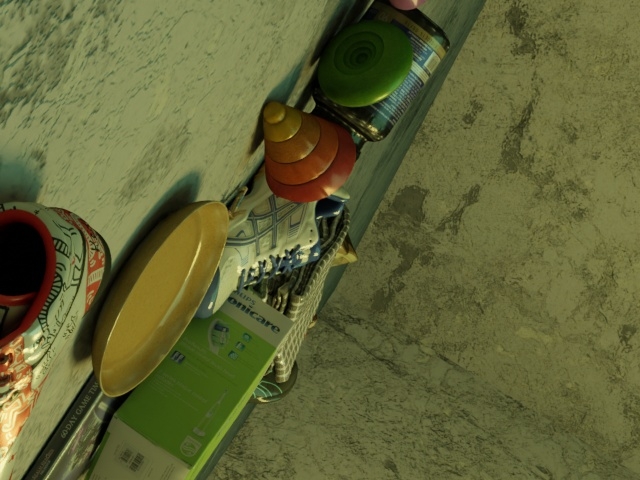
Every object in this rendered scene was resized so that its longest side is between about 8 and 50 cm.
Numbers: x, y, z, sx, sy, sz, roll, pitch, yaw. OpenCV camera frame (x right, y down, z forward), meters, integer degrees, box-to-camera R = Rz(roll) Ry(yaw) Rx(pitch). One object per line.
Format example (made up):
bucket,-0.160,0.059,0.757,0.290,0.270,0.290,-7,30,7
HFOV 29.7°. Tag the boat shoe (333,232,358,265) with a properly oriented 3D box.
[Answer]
boat shoe,0.000,0.000,2.447,0.110,0.121,0.341,-22,174,5

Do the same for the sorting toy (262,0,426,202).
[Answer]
sorting toy,0.024,-0.228,1.479,0.365,0.127,0.126,-60,146,-15

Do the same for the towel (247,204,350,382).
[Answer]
towel,-0.051,0.081,2.082,0.283,0.121,0.235,-64,177,-46

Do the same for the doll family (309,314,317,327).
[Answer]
doll family,-0.121,0.174,2.333,0.263,0.118,0.163,-28,160,-44

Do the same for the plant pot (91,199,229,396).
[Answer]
plant pot,-0.174,0.056,1.282,0.236,0.032,0.236,-56,167,-20

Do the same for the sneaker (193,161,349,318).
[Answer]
sneaker,-0.067,0.000,1.583,0.296,0.131,0.112,-54,175,-30

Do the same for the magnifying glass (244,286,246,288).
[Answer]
magnifying glass,-0.140,0.073,1.890,0.092,0.026,0.231,-60,174,16

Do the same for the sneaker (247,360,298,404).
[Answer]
sneaker,-0.135,0.239,2.152,0.267,0.101,0.106,-16,122,-46

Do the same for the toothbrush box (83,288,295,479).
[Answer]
toothbrush box,-0.173,0.218,1.587,0.283,0.122,0.206,-52,175,-44

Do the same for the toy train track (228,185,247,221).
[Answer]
toy train track,-0.111,-0.045,1.511,0.048,0.014,0.083,-16,-150,29

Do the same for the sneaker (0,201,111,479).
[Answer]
sneaker,-0.232,0.096,0.780,0.270,0.090,0.145,-62,174,-6

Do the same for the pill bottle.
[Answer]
pill bottle,0.067,-0.212,1.627,0.219,0.123,0.123,-54,175,1

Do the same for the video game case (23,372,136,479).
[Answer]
video game case,-0.263,0.199,1.435,0.274,0.026,0.196,-57,175,-12
